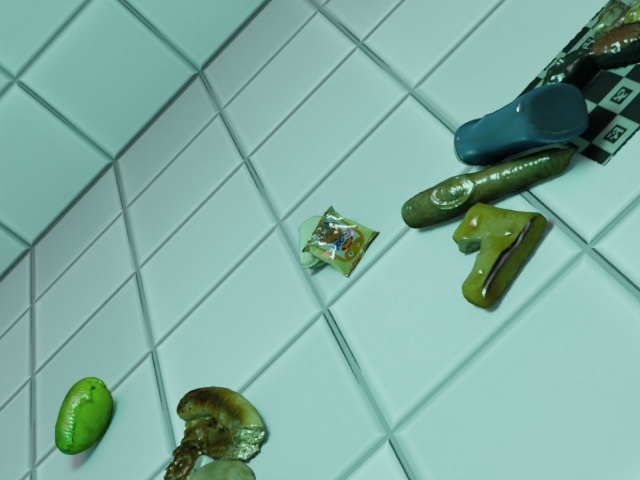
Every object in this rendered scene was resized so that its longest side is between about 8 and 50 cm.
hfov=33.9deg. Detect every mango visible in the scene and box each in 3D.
[{"bbox_3d":[-0.508,0.372,2.226,0.100,0.119,0.178,-2,48,31],"label":"mango"}]

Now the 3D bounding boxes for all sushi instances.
[{"bbox_3d":[0.484,-0.319,1.734,0.359,0.064,0.343,-47,27,4],"label":"sushi"}]

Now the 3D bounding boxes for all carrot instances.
[{"bbox_3d":[0.272,-0.091,1.749,0.342,0.070,0.070,-22,37,39],"label":"carrot"}]

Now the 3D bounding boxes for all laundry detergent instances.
[{"bbox_3d":[0.307,-0.175,1.731,0.143,0.094,0.290,-20,-1,-25],"label":"laundry detergent"}]

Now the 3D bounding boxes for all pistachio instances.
[{"bbox_3d":[-0.174,0.444,1.643,0.215,0.144,0.144,-59,29,-7],"label":"pistachio"}]

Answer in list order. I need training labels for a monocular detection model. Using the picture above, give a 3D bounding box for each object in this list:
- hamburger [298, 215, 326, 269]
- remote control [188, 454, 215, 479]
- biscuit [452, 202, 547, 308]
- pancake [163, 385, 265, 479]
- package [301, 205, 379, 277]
[{"bbox_3d":[0.003,0.002,2.038,0.084,0.054,0.121,-26,37,28],"label":"hamburger"},{"bbox_3d":[-0.223,0.451,1.752,0.087,0.029,0.190,142,150,-71],"label":"remote control"},{"bbox_3d":[0.259,0.016,1.660,0.174,0.039,0.183,-54,27,-6],"label":"biscuit"},{"bbox_3d":[-0.219,0.370,1.878,0.244,0.057,0.266,-52,29,-5],"label":"pancake"},{"bbox_3d":[0.034,0.001,1.969,0.121,0.031,0.108,29,77,24],"label":"package"}]
